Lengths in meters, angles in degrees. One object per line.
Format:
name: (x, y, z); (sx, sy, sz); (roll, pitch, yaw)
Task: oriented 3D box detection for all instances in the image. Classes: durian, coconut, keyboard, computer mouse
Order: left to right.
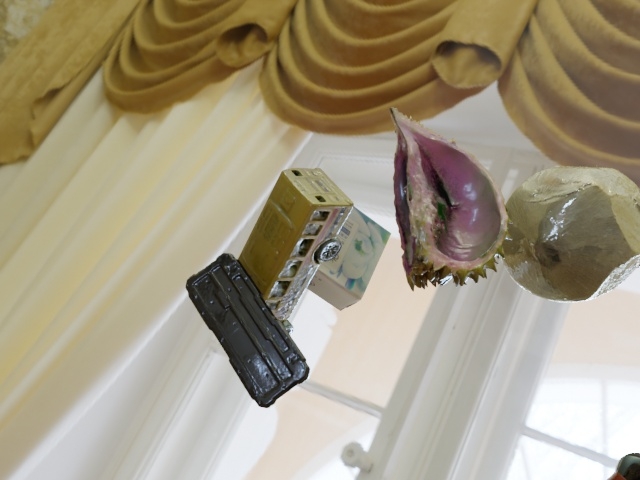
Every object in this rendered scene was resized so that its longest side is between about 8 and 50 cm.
keyboard: (-0.120, 0.137, 1.029); (0.262, 0.106, 0.016); (52, -2, 24)
durian: (0.184, -0.041, 0.934); (0.186, 0.261, 0.154); (4, -26, 13)
coconut: (0.446, -0.014, 1.130); (0.244, 0.247, 0.245); (12, -68, 33)
computer mouse: (0.733, 0.594, 1.490); (0.137, 0.096, 0.233); (38, -38, 36)

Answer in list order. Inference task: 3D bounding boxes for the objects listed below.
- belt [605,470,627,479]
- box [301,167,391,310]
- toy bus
belt: (0.686, 0.625, 1.282); (0.324, 0.115, 0.227); (46, 5, 30)
box: (0.001, -0.001, 1.487); (0.274, 0.203, 0.116); (36, -32, -11)
toy bus: (-0.070, 0.038, 1.122); (0.123, 0.336, 0.121); (-3, 41, -46)
